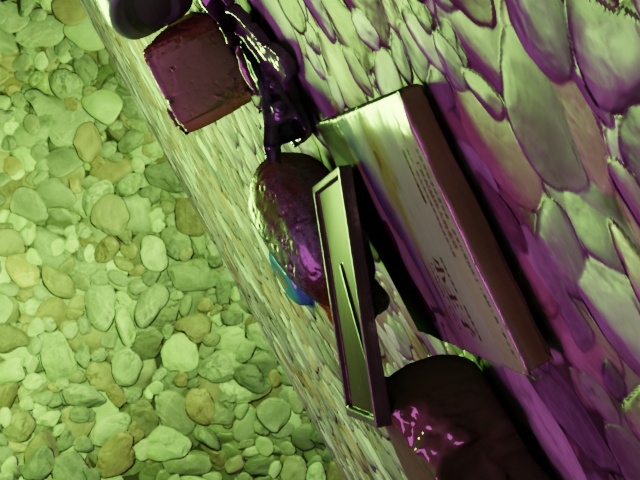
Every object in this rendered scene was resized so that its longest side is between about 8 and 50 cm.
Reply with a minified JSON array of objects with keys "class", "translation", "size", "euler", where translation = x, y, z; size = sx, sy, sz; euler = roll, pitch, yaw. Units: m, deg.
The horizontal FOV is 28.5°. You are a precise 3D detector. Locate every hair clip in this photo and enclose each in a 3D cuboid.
[{"class":"hair clip","translation":[-0.050,-0.144,1.155],"size":[0.146,0.056,0.187],"euler":[69,177,-48]}]

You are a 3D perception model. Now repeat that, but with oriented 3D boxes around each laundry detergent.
[{"class":"laundry detergent","translation":[-0.245,-0.368,1.353],"size":[0.280,0.105,0.215],"euler":[62,179,4]}]

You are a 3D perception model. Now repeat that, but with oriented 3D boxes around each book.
[{"class":"book","translation":[0.072,-0.010,0.912],"size":[0.201,0.026,0.289],"euler":[64,172,-4]}]

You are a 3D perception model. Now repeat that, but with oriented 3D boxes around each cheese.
[{"class":"cheese","translation":[-0.022,0.055,1.651],"size":[0.106,0.037,0.256],"euler":[63,170,-18]},{"class":"cheese","translation":[0.132,0.194,1.009],"size":[0.202,0.091,0.175],"euler":[54,168,34]}]

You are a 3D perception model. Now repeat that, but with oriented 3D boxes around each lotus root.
[{"class":"lotus root","translation":[0.000,0.000,1.171],"size":[0.192,0.088,0.113],"euler":[56,164,29]}]

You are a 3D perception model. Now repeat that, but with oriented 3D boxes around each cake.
[{"class":"cake","translation":[-0.128,-0.203,1.429],"size":[0.109,0.090,0.225],"euler":[61,-169,-15]}]

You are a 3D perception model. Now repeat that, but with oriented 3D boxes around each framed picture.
[{"class":"framed picture","translation":[0.024,0.046,1.026],"size":[0.150,0.015,0.203],"euler":[148,114,-81]}]
